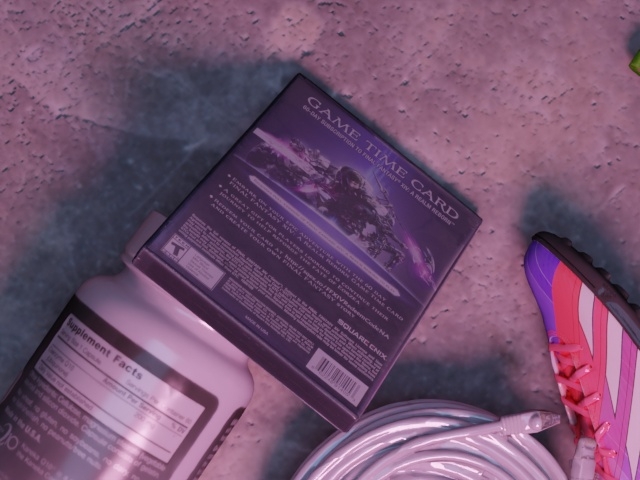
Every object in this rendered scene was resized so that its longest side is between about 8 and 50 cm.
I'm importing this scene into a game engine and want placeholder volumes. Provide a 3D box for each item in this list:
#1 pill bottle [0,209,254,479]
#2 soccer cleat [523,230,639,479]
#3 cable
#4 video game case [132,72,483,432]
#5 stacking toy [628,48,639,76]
[{"bbox_3d":[-0.153,0.129,1.387,0.161,0.161,0.283,34,87,-1],"label":"pill bottle"},{"bbox_3d":[0.242,0.140,1.434,0.116,0.108,0.318,-35,93,2],"label":"soccer cleat"},{"bbox_3d":[0.085,0.254,1.432,0.257,0.089,0.257,3,90,-1],"label":"cable"},{"bbox_3d":[0.000,0.000,1.368,0.196,0.274,0.026,39,130,-1],"label":"video game case"},{"bbox_3d":[0.382,-0.154,1.472,0.221,0.052,0.167,32,86,0],"label":"stacking toy"}]
